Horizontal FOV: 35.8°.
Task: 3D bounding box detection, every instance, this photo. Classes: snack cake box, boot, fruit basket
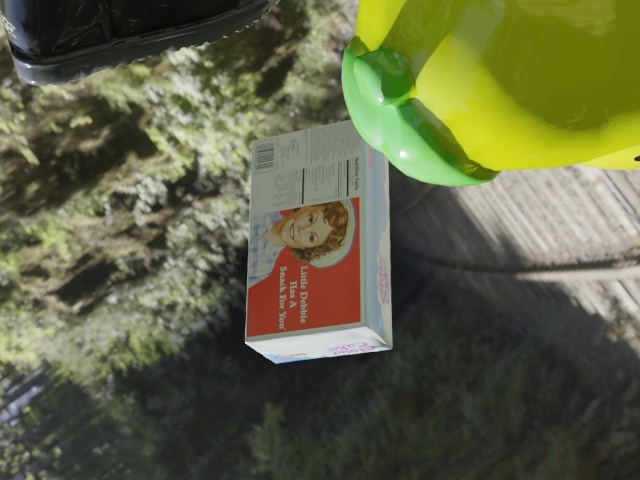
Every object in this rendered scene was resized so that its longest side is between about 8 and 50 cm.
[{"bbox_3d":[0.000,0.000,1.163,0.089,0.152,0.264,46,-140,-58],"label":"snack cake box"},{"bbox_3d":[-0.179,-0.393,0.984,0.146,0.367,0.445,45,152,28],"label":"boot"},{"bbox_3d":[0.194,-0.135,0.441,0.283,0.392,0.392,35,-172,-21],"label":"fruit basket"}]
